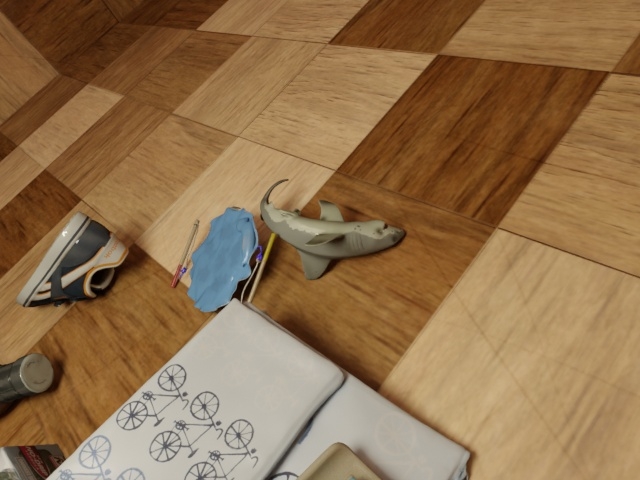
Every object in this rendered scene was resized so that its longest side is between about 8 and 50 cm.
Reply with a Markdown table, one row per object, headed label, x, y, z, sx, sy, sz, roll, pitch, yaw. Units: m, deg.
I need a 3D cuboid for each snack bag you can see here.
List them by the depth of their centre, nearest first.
| label | x | y | z | sx | sy | sz | roll | pitch | yaw |
| --- | --- | --- | --- | --- | --- | --- | --- | --- | --- |
| snack bag | -0.064 | 0.244 | 0.502 | 0.342 | 0.037 | 0.323 | 30 | 53 | 23 |

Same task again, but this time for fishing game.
| label | x | y | z | sx | sy | sz | roll | pitch | yaw |
| --- | --- | --- | --- | --- | --- | --- | --- | --- | --- |
| fishing game | -0.162 | 0.031 | 0.841 | 0.264 | 0.041 | 0.189 | 4 | 73 | 48 |

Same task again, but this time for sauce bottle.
| label | x | y | z | sx | sy | sz | roll | pitch | yaw |
| --- | --- | --- | --- | --- | --- | --- | --- | --- | --- |
| sauce bottle | -0.637 | 0.285 | 0.891 | 0.344 | 0.111 | 0.112 | -19 | 46 | 16 |

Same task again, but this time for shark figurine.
| label | x | y | z | sx | sy | sz | roll | pitch | yaw |
| --- | --- | --- | --- | --- | --- | --- | --- | --- | --- |
| shark figurine | -0.029 | -0.001 | 0.784 | 0.278 | 0.116 | 0.166 | 20 | 32 | 32 |

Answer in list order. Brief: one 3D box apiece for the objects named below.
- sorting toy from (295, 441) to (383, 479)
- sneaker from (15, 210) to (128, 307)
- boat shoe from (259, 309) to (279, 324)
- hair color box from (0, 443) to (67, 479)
| label | x | y | z | sx | sy | sz | roll | pitch | yaw |
| --- | --- | --- | --- | --- | --- | --- | --- | --- | --- |
| sorting toy | 0.026 | 0.298 | 0.406 | 0.193 | 0.038 | 0.208 | -34 | 55 | -31 |
| sneaker | -0.498 | 0.071 | 0.993 | 0.321 | 0.127 | 0.126 | -33 | 32 | 39 |
| boat shoe | -0.101 | 0.210 | 0.638 | 0.095 | 0.079 | 0.255 | -23 | 34 | 30 |
| hair color box | -0.443 | 0.450 | 0.588 | 0.374 | 0.114 | 0.185 | -45 | 69 | -8 |
